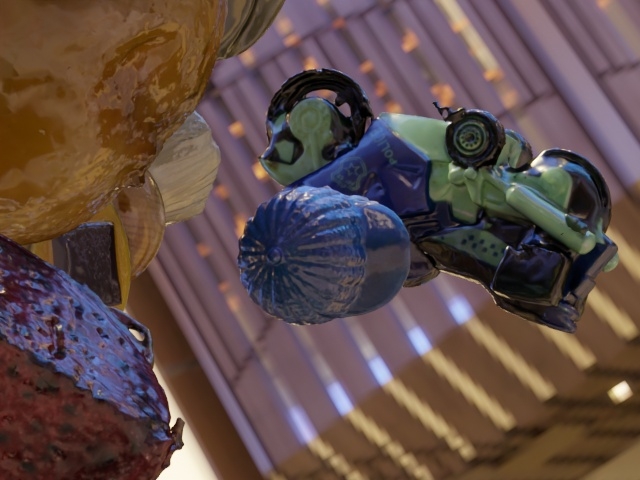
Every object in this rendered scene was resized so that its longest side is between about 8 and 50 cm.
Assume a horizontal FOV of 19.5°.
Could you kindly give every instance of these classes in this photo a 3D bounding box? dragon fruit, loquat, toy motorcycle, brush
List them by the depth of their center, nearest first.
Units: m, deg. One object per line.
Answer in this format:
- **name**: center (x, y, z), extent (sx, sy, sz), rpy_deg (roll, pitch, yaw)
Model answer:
- **dragon fruit**: center (-0.159, 0.090, 0.877), extent (0.161, 0.127, 0.120), rpy_deg (-44, 17, 9)
- **loquat**: center (-0.196, -0.136, 1.030), extent (0.276, 0.284, 0.276), rpy_deg (-45, 7, 8)
- **toy motorcycle**: center (0.084, -0.020, 1.562), extent (0.196, 0.331, 0.125), rpy_deg (-69, -21, 0)
- **brush**: center (-0.252, -0.078, 1.866), extent (0.166, 0.267, 0.174), rpy_deg (-54, -16, -42)

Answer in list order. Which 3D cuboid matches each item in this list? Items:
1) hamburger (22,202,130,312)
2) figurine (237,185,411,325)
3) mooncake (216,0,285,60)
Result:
- **hamburger**: center (-0.185, 0.025, 1.231), extent (0.081, 0.141, 0.126), rpy_deg (-4, 18, 29)
- **figurine**: center (0.000, 0.000, 1.037), extent (0.086, 0.087, 0.149), rpy_deg (-51, 9, 9)
- **mooncake**: center (-0.153, -0.284, 1.713), extent (0.275, 0.275, 0.135), rpy_deg (-4, -48, -48)
